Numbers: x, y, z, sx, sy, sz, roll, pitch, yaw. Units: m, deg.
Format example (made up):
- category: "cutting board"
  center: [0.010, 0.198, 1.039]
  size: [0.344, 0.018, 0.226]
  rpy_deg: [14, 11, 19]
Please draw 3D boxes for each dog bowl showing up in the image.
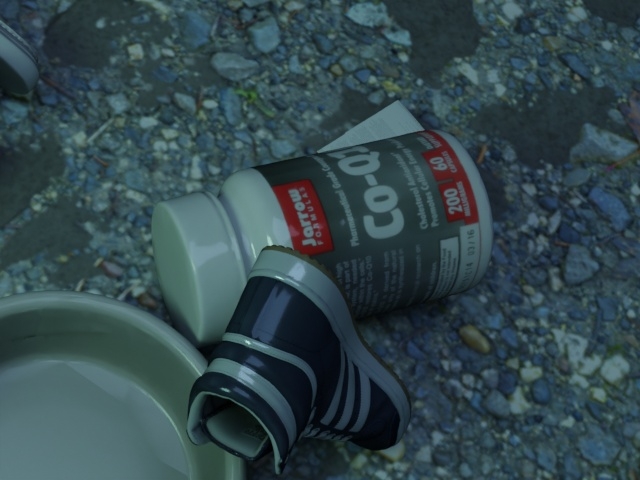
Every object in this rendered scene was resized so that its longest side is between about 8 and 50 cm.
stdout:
- category: "dog bowl"
  center: [-0.220, 0.198, 1.051]
  size: [0.349, 0.102, 0.348]
  rpy_deg: [6, 62, -12]

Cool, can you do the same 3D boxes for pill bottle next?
- category: "pill bottle"
  center: [0.000, 0.000, 1.169]
  size: [0.283, 0.161, 0.161]
  rpy_deg: [-14, 69, -20]

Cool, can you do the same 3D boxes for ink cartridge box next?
- category: "ink cartridge box"
  center: [0.055, -0.090, 1.304]
  size: [0.115, 0.029, 0.063]
  rpy_deg: [-33, 77, -25]

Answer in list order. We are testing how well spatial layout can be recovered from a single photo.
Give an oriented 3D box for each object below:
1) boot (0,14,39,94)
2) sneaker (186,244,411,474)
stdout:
- category: "boot"
  center: [-0.352, -0.258, 1.244]
  size: [0.258, 0.095, 0.123]
  rpy_deg: [36, 68, 6]
- category: "sneaker"
  center: [-0.016, 0.142, 1.053]
  size: [0.099, 0.282, 0.153]
  rpy_deg: [12, 60, 30]
